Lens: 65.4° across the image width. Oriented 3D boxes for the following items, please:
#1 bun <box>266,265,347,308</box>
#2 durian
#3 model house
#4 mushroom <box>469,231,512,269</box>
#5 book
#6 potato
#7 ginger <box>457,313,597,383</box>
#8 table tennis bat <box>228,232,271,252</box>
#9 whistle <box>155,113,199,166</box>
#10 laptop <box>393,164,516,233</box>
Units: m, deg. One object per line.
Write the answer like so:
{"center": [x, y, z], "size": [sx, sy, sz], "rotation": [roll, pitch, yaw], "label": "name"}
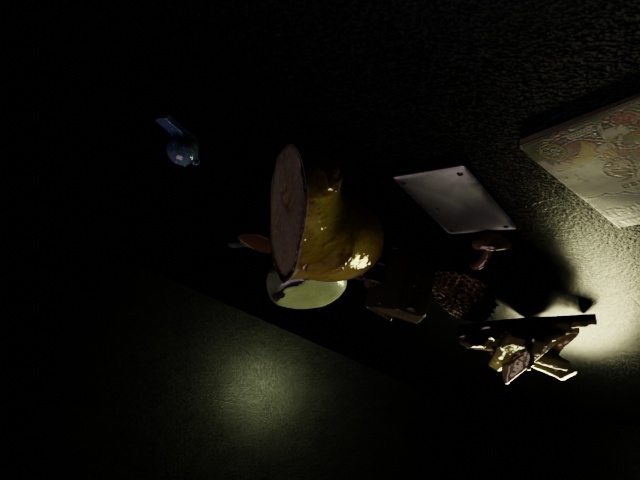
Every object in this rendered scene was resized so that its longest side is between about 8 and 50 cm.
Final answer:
{"center": [-0.051, 0.118, 1.793], "size": [0.294, 0.187, 0.293], "rotation": [-4, 149, -3], "label": "bun"}
{"center": [0.453, 0.177, 1.578], "size": [0.253, 0.144, 0.139], "rotation": [13, 180, 5], "label": "durian"}
{"center": [0.205, 0.128, 1.520], "size": [0.244, 0.211, 0.204], "rotation": [16, 157, 5], "label": "model house"}
{"center": [0.409, 0.020, 1.244], "size": [0.088, 0.072, 0.129], "rotation": [-11, 151, -43], "label": "mushroom"}
{"center": [0.540, -0.120, 0.867], "size": [0.323, 0.018, 0.228], "rotation": [30, 158, -22], "label": "book"}
{"center": [0.036, -0.064, 1.276], "size": [0.296, 0.289, 0.396], "rotation": [-2, 125, -21], "label": "potato"}
{"center": [0.639, 0.340, 1.522], "size": [0.414, 0.211, 0.359], "rotation": [1, 167, -33], "label": "ginger"}
{"center": [-0.270, 0.012, 1.955], "size": [0.274, 0.021, 0.154], "rotation": [-3, 149, 44], "label": "table tennis bat"}
{"center": [-0.376, -0.250, 1.313], "size": [0.090, 0.090, 0.158], "rotation": [3, 154, 39], "label": "whistle"}
{"center": [0.316, -0.087, 1.163], "size": [0.188, 0.015, 0.269], "rotation": [-4, 149, 46], "label": "laptop"}
